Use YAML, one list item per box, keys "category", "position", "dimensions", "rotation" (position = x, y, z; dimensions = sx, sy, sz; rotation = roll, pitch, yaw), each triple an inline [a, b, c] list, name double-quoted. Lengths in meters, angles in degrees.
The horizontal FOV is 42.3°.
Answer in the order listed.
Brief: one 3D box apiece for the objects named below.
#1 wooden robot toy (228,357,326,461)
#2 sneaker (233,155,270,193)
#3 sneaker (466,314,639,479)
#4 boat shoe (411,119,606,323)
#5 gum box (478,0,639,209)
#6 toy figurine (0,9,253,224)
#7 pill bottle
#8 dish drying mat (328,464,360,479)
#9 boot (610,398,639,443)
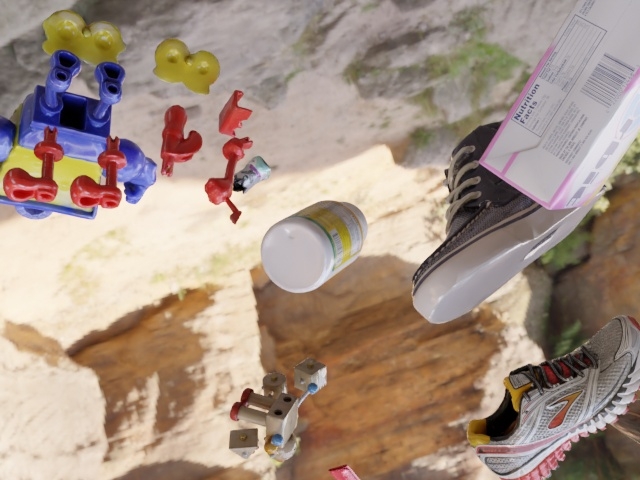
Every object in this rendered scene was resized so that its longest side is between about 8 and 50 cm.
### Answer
- category: "wooden robot toy"
  position: [-0.050, 0.203, 0.911]
  dimensions: [0.076, 0.079, 0.173]
  rotation: [8, -152, 21]
- category: "sneaker"
  position: [-0.109, -0.089, 1.194]
  dimensions: [0.069, 0.038, 0.098]
  rotation: [-39, 179, -5]
- category: "sneaker"
  position: [0.246, 0.162, 0.862]
  dimensions: [0.225, 0.093, 0.088]
  rotation: [-49, -168, 13]
- category: "boat shoe"
  position: [0.180, -0.034, 0.957]
  dimensions: [0.341, 0.158, 0.127]
  rotation: [-26, 154, -43]
- category: "gum box"
  position: [0.194, -0.107, 0.570]
  dimensions: [0.107, 0.062, 0.188]
  rotation: [-4, 129, -58]
- category: "toy figurine"
  position: [-0.265, -0.067, 0.738]
  dimensions: [0.363, 0.191, 0.217]
  rotation: [9, 147, -27]
- category: "pill bottle"
  position: [0.000, 0.000, 1.311]
  dimensions: [0.118, 0.117, 0.208]
  rotation: [-24, -176, 28]
- category: "dish drying mat"
  position: [0.041, 0.372, 1.289]
  dimensions: [0.032, 0.008, 0.083]
  rotation: [-18, 138, 12]
- category: "boot"
  position: [0.469, 0.212, 1.019]
  dimensions: [0.115, 0.112, 0.305]
  rotation: [-60, -171, -16]
